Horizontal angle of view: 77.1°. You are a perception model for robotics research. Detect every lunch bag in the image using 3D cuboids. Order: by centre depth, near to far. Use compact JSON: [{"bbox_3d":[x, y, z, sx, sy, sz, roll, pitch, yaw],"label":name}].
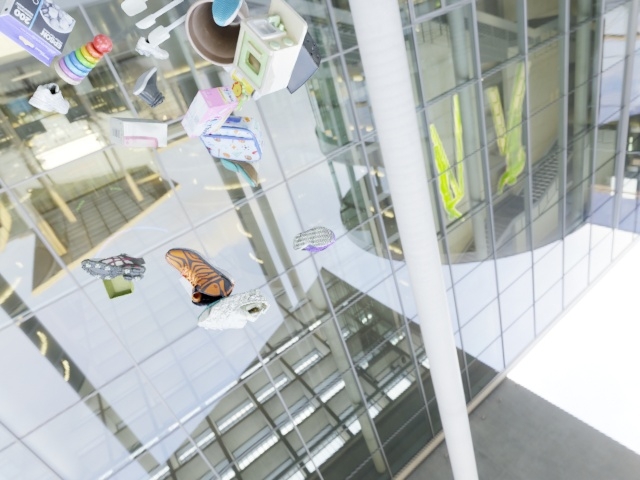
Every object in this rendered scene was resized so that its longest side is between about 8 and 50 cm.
[{"bbox_3d":[-0.422,-0.483,1.875,0.303,0.243,0.115,7,-114,10],"label":"lunch bag"}]

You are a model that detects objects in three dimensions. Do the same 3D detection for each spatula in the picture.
[{"bbox_3d":[-0.594,-0.860,1.499,0.242,0.168,0.019,-51,-153,-22],"label":"spatula"}]

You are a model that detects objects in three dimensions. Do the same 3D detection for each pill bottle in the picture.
[{"bbox_3d":[-0.348,-0.775,1.889,0.119,0.208,0.119,-45,-172,8],"label":"pill bottle"}]

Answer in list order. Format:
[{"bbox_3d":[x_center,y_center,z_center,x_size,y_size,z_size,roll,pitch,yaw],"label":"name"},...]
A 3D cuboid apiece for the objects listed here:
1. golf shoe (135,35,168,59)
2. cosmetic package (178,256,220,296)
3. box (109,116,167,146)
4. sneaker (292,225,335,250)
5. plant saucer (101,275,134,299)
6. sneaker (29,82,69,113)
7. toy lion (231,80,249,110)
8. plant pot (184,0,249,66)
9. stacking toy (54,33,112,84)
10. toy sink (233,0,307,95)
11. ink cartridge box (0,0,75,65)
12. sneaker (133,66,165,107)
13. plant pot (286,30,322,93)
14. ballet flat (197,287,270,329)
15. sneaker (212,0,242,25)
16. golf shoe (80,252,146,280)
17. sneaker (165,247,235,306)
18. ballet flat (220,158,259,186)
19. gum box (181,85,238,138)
[{"bbox_3d":[-0.805,-0.936,1.950,0.069,0.086,0.176,37,-153,16],"label":"golf shoe"},{"bbox_3d":[-0.597,0.215,2.080,0.151,0.184,0.151,-28,-174,38],"label":"cosmetic package"},{"bbox_3d":[-0.925,-0.550,2.048,0.148,0.127,0.232,23,-156,35],"label":"box"},{"bbox_3d":[0.000,-0.001,1.978,0.146,0.102,0.293,12,167,-37],"label":"sneaker"},{"bbox_3d":[-1.043,0.196,2.071,0.188,0.188,0.045,-16,-174,25],"label":"plant saucer"},{"bbox_3d":[-1.149,-0.619,1.738,0.115,0.090,0.232,-60,-164,11],"label":"sneaker"},{"bbox_3d":[-0.344,-0.608,1.674,0.100,0.096,0.034,-37,169,37],"label":"toy lion"},{"bbox_3d":[-0.385,-0.882,1.617,0.263,0.263,0.229,-8,-129,18],"label":"plant pot"},{"bbox_3d":[-1.217,-0.958,2.086,0.330,0.141,0.141,-27,-154,20],"label":"stacking toy"},{"bbox_3d":[-0.166,-0.605,1.256,0.131,0.153,0.234,-36,170,-36],"label":"toy sink"},{"bbox_3d":[-1.024,-0.784,1.454,0.045,0.206,0.208,13,-99,21],"label":"ink cartridge box"},{"bbox_3d":[-0.931,-0.841,2.229,0.104,0.147,0.296,-23,-135,20],"label":"sneaker"},{"bbox_3d":[-0.099,-0.789,1.741,0.167,0.188,0.187,-16,-135,29],"label":"plant pot"},{"bbox_3d":[-0.327,0.287,1.648,0.147,0.147,0.409,-6,-176,22],"label":"ballet flat"},{"bbox_3d":[-0.312,-0.827,1.398,0.087,0.092,0.229,13,-110,-3],"label":"sneaker"},{"bbox_3d":[-0.961,0.117,1.880,0.272,0.105,0.120,10,-141,-19],"label":"golf shoe"},{"bbox_3d":[-0.521,0.155,1.666,0.321,0.125,0.180,27,-147,-5],"label":"sneaker"},{"bbox_3d":[-0.409,-0.403,2.173,0.124,0.116,0.342,-40,-133,-17],"label":"ballet flat"},{"bbox_3d":[-0.349,-0.394,1.250,0.107,0.062,0.188,-29,-179,-40],"label":"gum box"}]
